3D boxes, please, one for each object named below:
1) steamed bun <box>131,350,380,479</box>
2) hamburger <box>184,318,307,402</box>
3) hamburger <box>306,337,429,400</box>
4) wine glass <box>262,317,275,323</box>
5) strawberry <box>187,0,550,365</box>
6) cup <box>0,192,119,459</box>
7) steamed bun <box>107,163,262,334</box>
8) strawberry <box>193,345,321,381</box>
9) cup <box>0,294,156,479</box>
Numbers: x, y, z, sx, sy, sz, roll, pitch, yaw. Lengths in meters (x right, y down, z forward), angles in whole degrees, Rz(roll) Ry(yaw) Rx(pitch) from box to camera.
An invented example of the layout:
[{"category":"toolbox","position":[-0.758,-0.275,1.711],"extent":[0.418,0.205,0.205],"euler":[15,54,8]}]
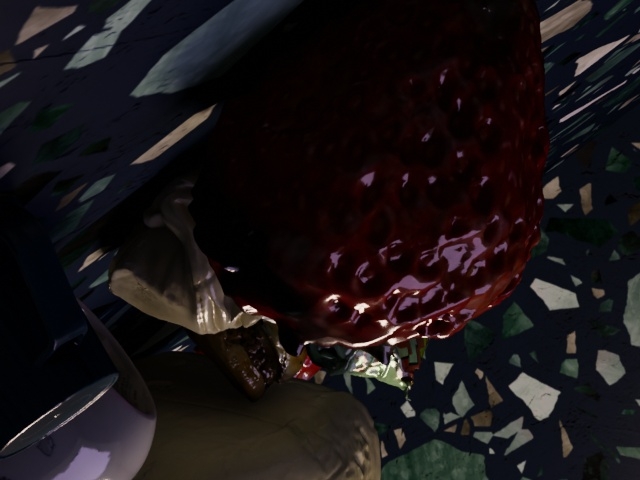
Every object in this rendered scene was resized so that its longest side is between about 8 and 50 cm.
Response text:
[{"category":"steamed bun","position":[-0.149,0.326,2.216],"extent":[0.371,0.290,0.456],"euler":[9,-164,33]},{"category":"hamburger","position":[-0.088,0.103,2.157],"extent":[0.113,0.177,0.185],"euler":[-41,146,-10]},{"category":"hamburger","position":[0.034,0.068,2.391],"extent":[0.150,0.260,0.276],"euler":[-11,156,41]},{"category":"wine glass","position":[0.000,0.000,1.938],"extent":[0.165,0.165,0.196],"euler":[-29,173,-43]},{"category":"strawberry","position":[0.070,-0.057,1.440],"extent":[0.310,0.292,0.292],"euler":[-30,174,13]},{"category":"cup","position":[-0.222,0.056,1.284],"extent":[0.131,0.155,0.176],"euler":[-31,173,-37]},{"category":"steamed bun","position":[-0.076,0.004,1.651],"extent":[0.218,0.144,0.211],"euler":[-33,171,-27]},{"category":"strawberry","position":[-0.072,0.154,2.607],"extent":[0.280,0.150,0.253],"euler":[-42,170,30]},{"category":"cup","position":[-0.304,0.188,1.520],"extent":[0.317,0.212,0.212],"euler":[-37,173,4]}]
